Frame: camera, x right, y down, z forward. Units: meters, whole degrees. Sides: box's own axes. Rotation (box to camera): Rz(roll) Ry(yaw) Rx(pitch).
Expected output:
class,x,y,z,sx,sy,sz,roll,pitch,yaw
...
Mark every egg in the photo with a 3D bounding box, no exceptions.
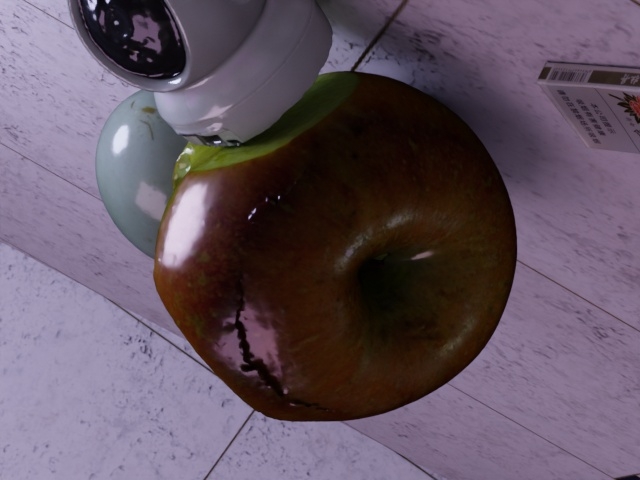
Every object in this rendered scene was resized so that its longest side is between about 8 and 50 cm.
class,x,y,z,sx,sy,sz,roll,pitch,yaw
egg,-0.163,-0.074,1.924,0.203,0.203,0.282,19,155,27

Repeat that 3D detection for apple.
class,x,y,z,sx,sy,sz,roll,pitch,yaw
apple,0.000,0.000,1.621,0.384,0.374,0.374,-2,176,-26

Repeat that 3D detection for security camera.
class,x,y,z,sx,sy,sz,roll,pitch,yaw
security camera,-0.124,-0.223,1.488,0.194,0.194,0.236,7,148,49

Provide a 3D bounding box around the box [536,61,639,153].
class,x,y,z,sx,sy,sz,roll,pitch,yaw
box,0.296,-0.112,1.405,0.198,0.029,0.109,11,156,45
